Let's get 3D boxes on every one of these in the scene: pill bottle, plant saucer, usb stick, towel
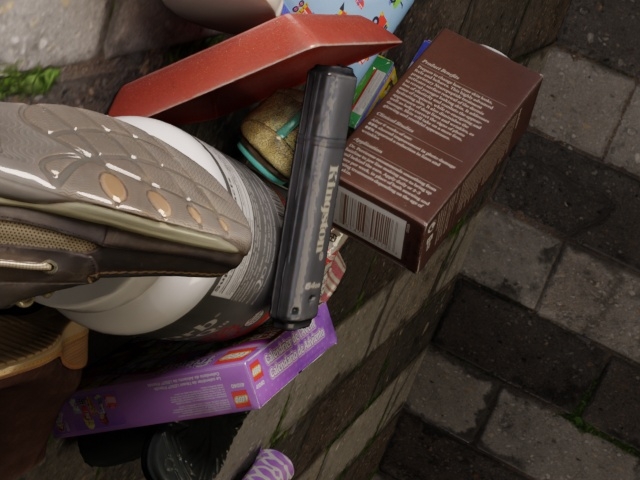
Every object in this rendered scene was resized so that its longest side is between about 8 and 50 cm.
[{"bbox_3d":[-0.166,-0.007,1.149,0.210,0.210,0.363,-63,163,1],"label":"pill bottle"},{"bbox_3d":[-0.073,-0.181,1.219,0.259,0.258,0.048,-26,96,-65],"label":"plant saucer"},{"bbox_3d":[-0.009,-0.045,1.194,0.077,0.045,0.278,-13,114,-71],"label":"usb stick"},{"bbox_3d":[-0.008,0.109,2.138,0.197,0.029,0.144,-60,164,-10],"label":"towel"}]

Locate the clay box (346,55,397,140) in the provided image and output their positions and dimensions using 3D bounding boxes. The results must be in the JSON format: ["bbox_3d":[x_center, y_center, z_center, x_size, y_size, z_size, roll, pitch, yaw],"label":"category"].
[{"bbox_3d":[0.081,-0.202,1.884,0.127,0.053,0.222,-60,163,-10],"label":"clay box"}]

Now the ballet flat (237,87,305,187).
[{"bbox_3d":[-0.033,-0.125,1.381,0.123,0.123,0.348,-64,-177,2],"label":"ballet flat"}]

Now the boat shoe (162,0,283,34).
[{"bbox_3d":[-0.090,-0.312,1.083,0.340,0.127,0.158,82,19,-82],"label":"boat shoe"}]

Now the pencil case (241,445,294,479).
[{"bbox_3d":[-0.134,0.493,2.244,0.206,0.088,0.086,-44,148,-46],"label":"pencil case"}]

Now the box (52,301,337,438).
[{"bbox_3d":[-0.151,0.150,1.347,0.201,0.293,0.057,-34,109,-60],"label":"box"}]

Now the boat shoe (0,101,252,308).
[{"bbox_3d":[-0.225,-0.025,0.869,0.130,0.355,0.132,-58,-149,29],"label":"boat shoe"}]

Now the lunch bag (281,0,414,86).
[{"bbox_3d":[0.001,-0.338,1.330,0.221,0.138,0.293,-57,154,-12],"label":"lunch bag"}]

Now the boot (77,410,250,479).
[{"bbox_3d":[-0.211,0.246,1.404,0.094,0.207,0.246,64,25,-13],"label":"boot"}]

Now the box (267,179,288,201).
[{"bbox_3d":[-0.073,-0.041,1.508,0.072,0.137,0.126,-64,164,1],"label":"box"}]

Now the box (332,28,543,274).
[{"bbox_3d":[0.173,-0.148,1.821,0.381,0.191,0.143,-50,160,-30],"label":"box"}]

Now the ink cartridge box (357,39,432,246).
[{"bbox_3d":[0.198,-0.178,2.122,0.395,0.151,0.270,-61,164,-12],"label":"ink cartridge box"}]

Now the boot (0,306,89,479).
[{"bbox_3d":[-0.319,0.174,1.168,0.207,0.090,0.248,-70,166,15],"label":"boot"}]

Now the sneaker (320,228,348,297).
[{"bbox_3d":[-0.001,0.000,1.892,0.270,0.090,0.145,-56,167,-23],"label":"sneaker"}]
